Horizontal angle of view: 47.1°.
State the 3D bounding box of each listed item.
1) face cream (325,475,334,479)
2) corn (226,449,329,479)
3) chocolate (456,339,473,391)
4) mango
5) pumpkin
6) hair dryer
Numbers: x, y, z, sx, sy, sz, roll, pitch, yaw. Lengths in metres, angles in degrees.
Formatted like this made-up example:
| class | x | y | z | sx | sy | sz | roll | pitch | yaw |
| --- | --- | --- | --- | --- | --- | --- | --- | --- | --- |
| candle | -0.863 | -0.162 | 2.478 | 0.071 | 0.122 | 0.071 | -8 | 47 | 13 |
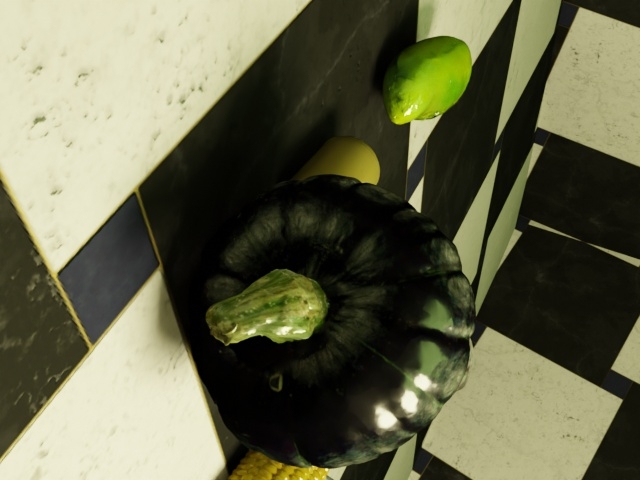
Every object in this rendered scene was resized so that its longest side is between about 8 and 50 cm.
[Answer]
| class | x | y | z | sx | sy | sz | roll | pitch | yaw |
| --- | --- | --- | --- | --- | --- | --- | --- | --- | --- |
| face cream | -0.028 | 0.511 | 1.409 | 0.291 | 0.071 | 0.143 | 64 | 48 | -65 |
| corn | -0.102 | 0.403 | 1.010 | 0.387 | 0.144 | 0.143 | -56 | 157 | -43 |
| chocolate | 0.246 | 0.275 | 1.716 | 0.303 | 0.213 | 0.303 | -53 | 154 | -42 |
| mango | 0.155 | -0.237 | 1.111 | 0.233 | 0.111 | 0.125 | -49 | 147 | -44 |
| pumpkin | 0.001 | 0.070 | 0.713 | 0.295 | 0.296 | 0.295 | -54 | 155 | -39 |
| hair dryer | 0.000 | 0.000 | 0.986 | 0.135 | 0.090 | 0.278 | -54 | 161 | -45 |
